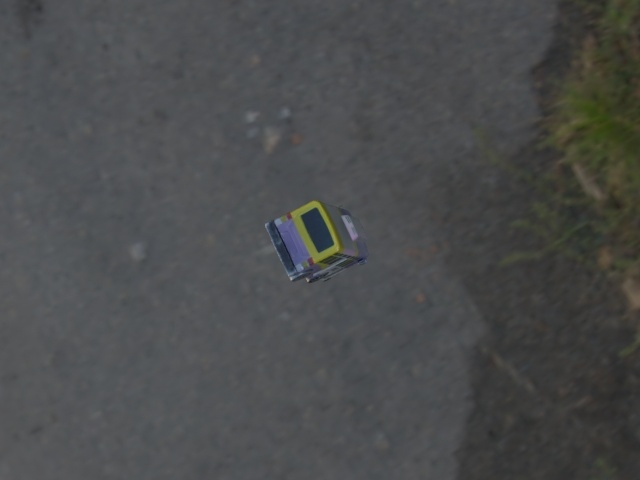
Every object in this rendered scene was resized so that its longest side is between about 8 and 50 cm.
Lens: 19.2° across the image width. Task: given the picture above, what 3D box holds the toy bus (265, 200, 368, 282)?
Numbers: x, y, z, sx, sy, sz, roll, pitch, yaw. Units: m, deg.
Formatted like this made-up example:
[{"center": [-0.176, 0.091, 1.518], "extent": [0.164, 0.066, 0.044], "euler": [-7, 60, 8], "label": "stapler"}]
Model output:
[{"center": [0.000, 0.000, 1.498], "extent": [0.058, 0.102, 0.052], "euler": [-27, 79, 13], "label": "toy bus"}]
